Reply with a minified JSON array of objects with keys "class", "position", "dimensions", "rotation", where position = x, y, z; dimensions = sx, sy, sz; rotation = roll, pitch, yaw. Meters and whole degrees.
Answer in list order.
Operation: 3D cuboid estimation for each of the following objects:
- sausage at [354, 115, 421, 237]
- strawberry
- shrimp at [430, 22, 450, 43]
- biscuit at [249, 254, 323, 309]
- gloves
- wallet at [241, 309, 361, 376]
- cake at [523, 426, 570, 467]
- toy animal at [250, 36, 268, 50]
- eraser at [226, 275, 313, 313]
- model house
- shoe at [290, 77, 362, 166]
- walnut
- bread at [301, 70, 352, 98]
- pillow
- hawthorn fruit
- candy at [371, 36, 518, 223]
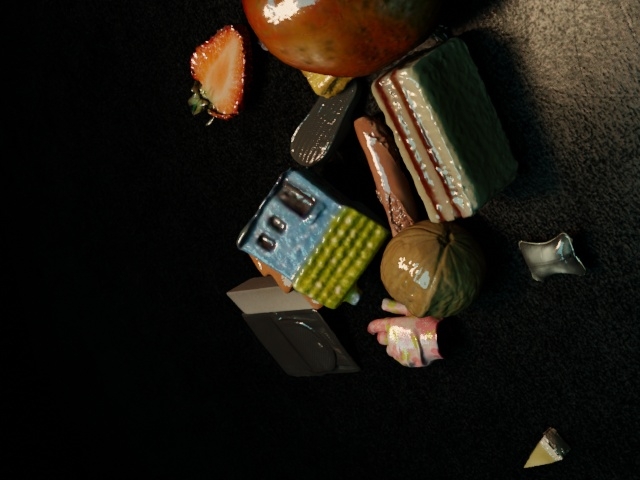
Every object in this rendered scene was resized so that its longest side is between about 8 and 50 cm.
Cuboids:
[{"class":"sausage","position":[0.157,-0.123,1.910],"dimensions":[0.087,0.079,0.326],"rotation":[-165,54,-77]},{"class":"strawberry","position":[-0.228,-0.415,2.136],"dimensions":[0.188,0.106,0.286],"rotation":[48,132,11]},{"class":"shrimp","position":[0.214,-0.482,1.687],"dimensions":[0.195,0.035,0.148],"rotation":[51,137,14]},{"class":"biscuit","position":[-0.064,0.021,2.142],"dimensions":[0.306,0.043,0.283],"rotation":[7,96,25]},{"class":"gloves","position":[0.195,0.222,2.041],"dimensions":[0.241,0.126,0.145],"rotation":[-5,113,40]},{"class":"wallet","position":[-0.053,0.282,2.353],"dimensions":[0.323,0.041,0.247],"rotation":[-8,123,49]},{"class":"cake","position":[0.496,0.478,1.917],"dimensions":[0.065,0.052,0.121],"rotation":[41,135,19]},{"class":"toy animal","position":[-0.091,-0.536,1.931],"dimensions":[0.324,0.090,0.195],"rotation":[101,151,-44]},{"class":"eraser","position":[-0.100,0.139,2.306],"dimensions":[0.352,0.111,0.077],"rotation":[-9,107,48]},{"class":"model house","position":[0.000,0.000,1.984],"dimensions":[0.303,0.215,0.237],"rotation":[35,100,3]},{"class":"shoe","position":[0.030,-0.269,1.965],"dimensions":[0.108,0.093,0.241],"rotation":[41,112,26]},{"class":"walnut","position":[0.238,0.065,1.837],"dimensions":[0.228,0.228,0.228],"rotation":[24,128,36]},{"class":"bread","position":[0.048,-0.403,1.840],"dimensions":[0.211,0.083,0.114],"rotation":[-41,75,35]},{"class":"pillow","position":[0.455,0.035,1.703],"dimensions":[0.091,0.055,0.136],"rotation":[40,150,-24]},{"class":"hawthorn fruit","position":[0.024,-0.498,1.561],"dimensions":[0.403,0.403,0.402],"rotation":[24,128,36]},{"class":"candy","position":[0.246,-0.214,1.674],"dimensions":[0.135,0.179,0.320],"rotation":[-11,107,51]}]
